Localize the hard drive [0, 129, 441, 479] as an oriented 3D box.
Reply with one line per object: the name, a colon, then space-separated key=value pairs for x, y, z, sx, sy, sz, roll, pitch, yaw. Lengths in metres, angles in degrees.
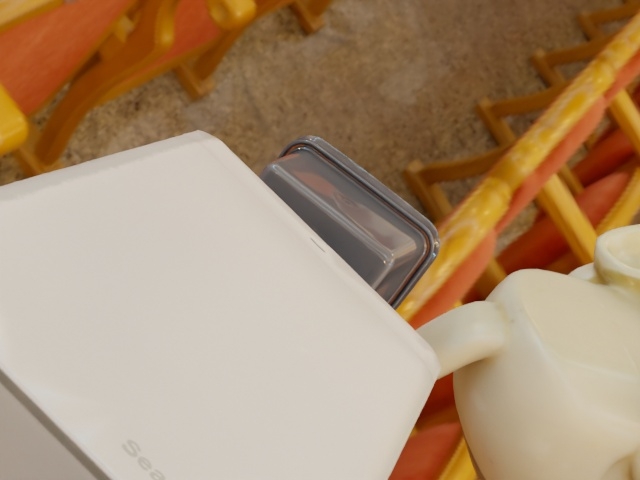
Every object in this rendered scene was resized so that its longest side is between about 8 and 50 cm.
hard drive: x=-0.050 y=0.045 z=0.484 sx=0.203 sy=0.040 sz=0.307 roll=44 pitch=19 yaw=3

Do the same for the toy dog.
toy dog: x=0.226 y=0.233 z=0.897 sx=0.395 sy=0.408 sz=0.285 roll=-4 pitch=35 yaw=-20

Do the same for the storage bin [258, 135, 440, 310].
storage bin: x=0.000 y=0.000 z=0.726 sx=0.135 sy=0.098 sz=0.091 roll=39 pitch=16 yaw=9
